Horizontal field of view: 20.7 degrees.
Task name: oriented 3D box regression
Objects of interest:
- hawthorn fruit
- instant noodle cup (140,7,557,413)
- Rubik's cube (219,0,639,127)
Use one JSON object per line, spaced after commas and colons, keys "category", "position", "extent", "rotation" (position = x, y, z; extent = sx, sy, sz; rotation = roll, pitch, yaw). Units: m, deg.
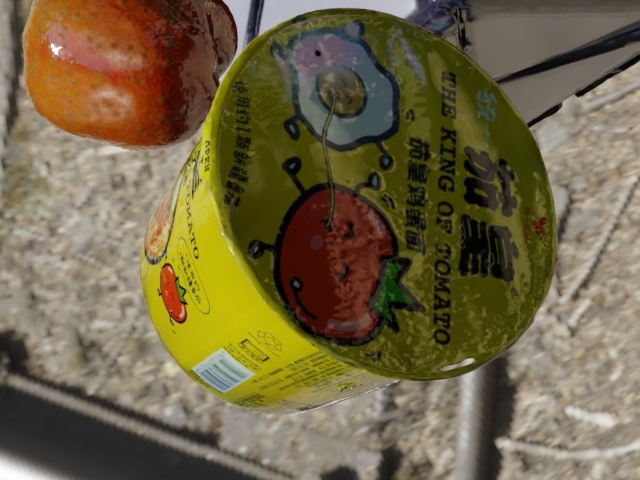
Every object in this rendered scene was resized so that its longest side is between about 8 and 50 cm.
{"category": "hawthorn fruit", "position": [-0.107, -0.109, 1.002], "extent": [0.128, 0.128, 0.128], "rotation": [7, 102, 32]}
{"category": "instant noodle cup", "position": [0.000, 0.000, 0.850], "extent": [0.144, 0.182, 0.182], "rotation": [-37, 78, 55]}
{"category": "Rubik's cube", "position": [0.072, -0.245, 1.397], "extent": [0.310, 0.305, 0.307], "rotation": [-32, 73, 47]}
